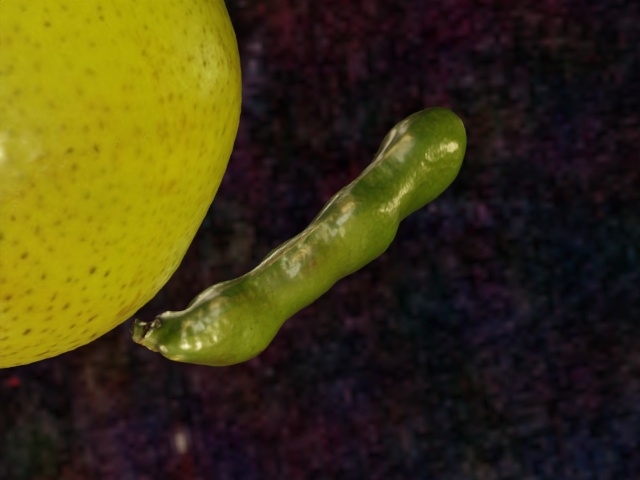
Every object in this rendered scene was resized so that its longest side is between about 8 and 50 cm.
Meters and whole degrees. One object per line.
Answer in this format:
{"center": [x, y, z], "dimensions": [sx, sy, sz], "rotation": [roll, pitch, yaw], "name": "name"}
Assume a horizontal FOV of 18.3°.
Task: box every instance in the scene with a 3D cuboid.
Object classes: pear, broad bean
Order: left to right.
{"center": [-0.173, -0.081, 0.882], "dimensions": [0.294, 0.294, 0.294], "rotation": [23, 116, 59], "name": "pear"}
{"center": [0.001, 0.000, 1.097], "dimensions": [0.053, 0.256, 0.052], "rotation": [44, 147, 13], "name": "broad bean"}
